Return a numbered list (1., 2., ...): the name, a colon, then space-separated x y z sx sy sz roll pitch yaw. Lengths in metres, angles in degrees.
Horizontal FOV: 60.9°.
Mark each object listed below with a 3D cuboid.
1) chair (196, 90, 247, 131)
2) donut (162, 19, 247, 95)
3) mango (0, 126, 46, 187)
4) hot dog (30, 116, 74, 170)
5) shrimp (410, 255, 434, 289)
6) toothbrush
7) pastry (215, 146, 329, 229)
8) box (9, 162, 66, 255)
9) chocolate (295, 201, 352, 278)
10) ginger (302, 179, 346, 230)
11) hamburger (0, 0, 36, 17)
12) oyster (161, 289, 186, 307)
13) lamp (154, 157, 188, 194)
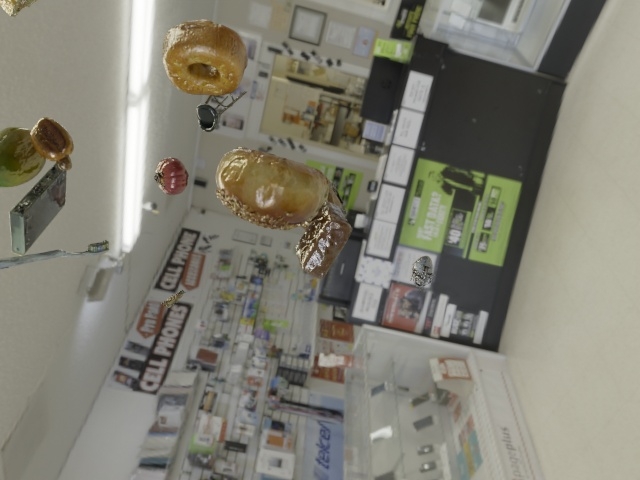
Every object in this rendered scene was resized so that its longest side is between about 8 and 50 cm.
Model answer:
1. chair: -0.367 -0.489 1.934 0.104 0.095 0.222 -7 44 38
2. donut: -0.302 -0.472 1.420 0.226 0.226 0.114 115 158 -66
3. mango: -0.810 -0.212 1.432 0.091 0.137 0.238 -27 35 29
4. hot dog: -0.680 -0.246 1.393 0.090 0.140 0.060 -44 -7 -17
5. shrimp: 0.291 0.101 1.562 0.065 0.056 0.165 -32 -38 -26
6. toothbrush: -0.816 0.047 1.604 0.413 0.035 0.042 -13 -65 -50
7. pastry: -0.168 -0.168 1.866 0.409 0.409 0.245 -120 47 -82
8. box: -0.892 -0.105 1.735 0.270 0.045 0.211 -76 10 -48
9. chocolate: 0.000 0.000 1.636 0.214 0.093 0.148 -57 24 21
10. ginger: -0.022 -0.158 2.333 0.223 0.200 0.269 27 -143 -64
11. hamburger: -0.939 -0.821 1.681 0.144 0.157 0.283 -44 21 -31
12. oyster: -0.607 0.239 2.252 0.086 0.029 0.132 -49 -8 1
13. lamp: -0.422 -0.182 1.542 0.107 0.092 0.108 15 111 43
